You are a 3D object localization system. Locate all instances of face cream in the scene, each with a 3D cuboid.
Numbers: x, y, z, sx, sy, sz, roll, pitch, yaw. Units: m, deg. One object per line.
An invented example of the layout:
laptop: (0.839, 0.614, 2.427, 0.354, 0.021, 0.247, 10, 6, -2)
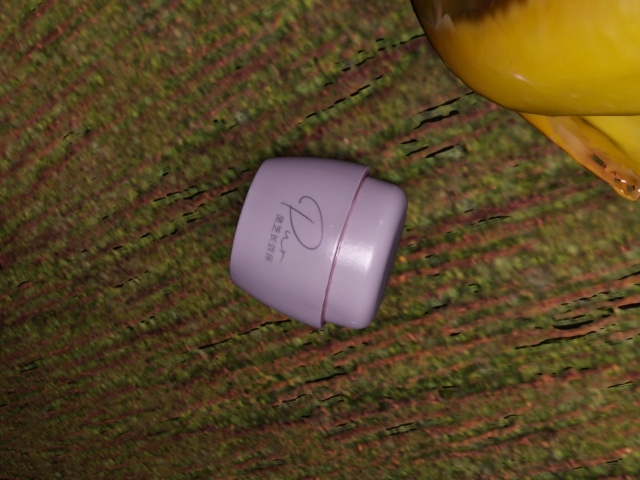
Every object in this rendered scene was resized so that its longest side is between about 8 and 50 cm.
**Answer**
face cream: (0.000, 0.000, 0.888, 0.104, 0.117, 0.117, 16, 138, 6)

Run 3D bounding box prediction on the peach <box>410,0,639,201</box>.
peach: (0.232, -0.112, 0.474, 0.380, 0.242, 0.306, 24, 162, 5)
